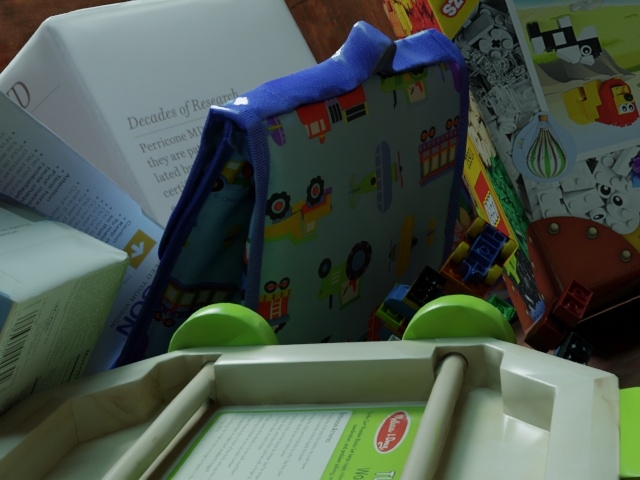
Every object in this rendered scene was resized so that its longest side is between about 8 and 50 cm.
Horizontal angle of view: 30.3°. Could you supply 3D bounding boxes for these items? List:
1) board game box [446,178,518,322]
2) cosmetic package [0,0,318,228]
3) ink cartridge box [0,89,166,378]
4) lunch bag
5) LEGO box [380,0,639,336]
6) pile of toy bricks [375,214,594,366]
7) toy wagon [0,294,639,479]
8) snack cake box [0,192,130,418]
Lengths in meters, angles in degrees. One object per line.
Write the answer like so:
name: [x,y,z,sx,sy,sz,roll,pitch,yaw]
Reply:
board game box: [0.157,-0.047,1.152,0.078,0.233,0.347,-20,2,44]
cosmetic package: [-0.163,-0.027,1.331,0.327,0.393,0.329,-24,-6,-45]
ink cartridge box: [-0.259,0.060,0.662,0.324,0.071,0.330,-53,-31,-6]
lunch bag: [0.000,0.000,0.769,0.221,0.138,0.293,-24,-40,-46]
LEGO box: [0.320,-0.196,0.903,0.500,0.372,0.193,-23,-12,-4]
pile of toy bricks: [0.075,0.084,0.702,0.212,0.118,0.105,-49,-6,-50]
toy wagon: [0.020,0.091,0.455,0.345,0.068,0.267,-3,14,14]
snack cake box: [-0.202,0.115,0.583,0.152,0.089,0.264,-37,-28,-79]
